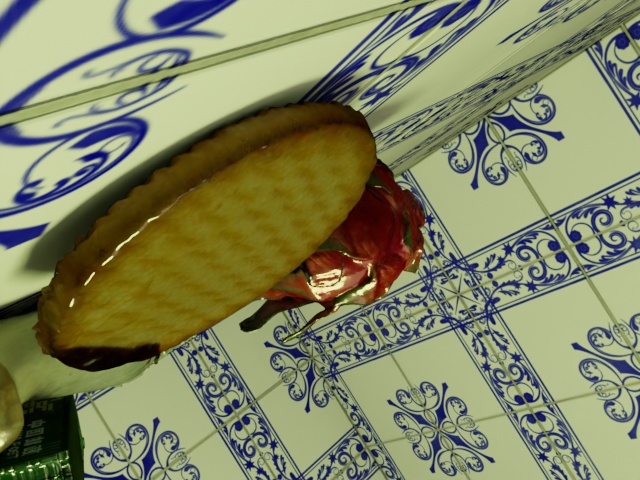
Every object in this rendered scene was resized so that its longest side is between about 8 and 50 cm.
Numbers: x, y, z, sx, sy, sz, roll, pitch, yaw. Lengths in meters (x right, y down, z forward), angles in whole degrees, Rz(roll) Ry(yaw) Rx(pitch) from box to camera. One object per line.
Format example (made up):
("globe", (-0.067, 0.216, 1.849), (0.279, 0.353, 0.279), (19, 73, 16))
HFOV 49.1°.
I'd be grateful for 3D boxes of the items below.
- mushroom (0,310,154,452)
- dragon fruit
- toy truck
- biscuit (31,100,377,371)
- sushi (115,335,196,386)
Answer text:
("mushroom", (-0.243, 0.093, 0.688), (0.329, 0.122, 0.159), (-31, 143, -66))
("dragon fruit", (0.000, 0.000, 0.822), (0.274, 0.192, 0.193), (-22, 154, -14))
("toy truck", (-0.309, 0.212, 0.715), (0.121, 0.088, 0.259), (-12, -169, -17))
("biscuit", (-0.084, 0.002, 0.584), (0.318, 0.040, 0.318), (-35, 165, -11))
("sushi", (-0.213, 0.094, 0.927), (0.213, 0.115, 0.147), (-33, -177, -18))
